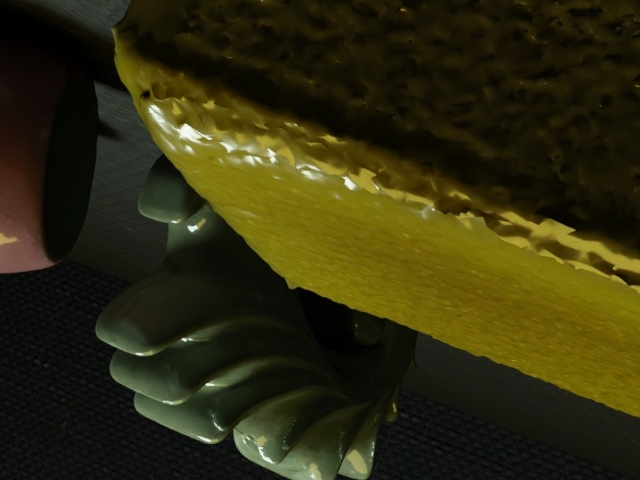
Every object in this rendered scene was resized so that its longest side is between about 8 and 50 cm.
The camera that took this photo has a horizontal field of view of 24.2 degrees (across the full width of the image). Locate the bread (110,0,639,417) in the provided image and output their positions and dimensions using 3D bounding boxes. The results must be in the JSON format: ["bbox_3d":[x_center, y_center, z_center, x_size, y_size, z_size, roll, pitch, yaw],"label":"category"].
[{"bbox_3d":[0.107,-0.024,0.662,0.333,0.143,0.323,21,171,14],"label":"bread"}]

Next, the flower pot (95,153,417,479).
[{"bbox_3d":[-0.057,0.083,1.450,0.165,0.254,0.367,16,170,43],"label":"flower pot"}]

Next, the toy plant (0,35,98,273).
[{"bbox_3d":[-0.364,-0.106,1.223,0.356,0.317,0.210,8,-170,13],"label":"toy plant"}]
